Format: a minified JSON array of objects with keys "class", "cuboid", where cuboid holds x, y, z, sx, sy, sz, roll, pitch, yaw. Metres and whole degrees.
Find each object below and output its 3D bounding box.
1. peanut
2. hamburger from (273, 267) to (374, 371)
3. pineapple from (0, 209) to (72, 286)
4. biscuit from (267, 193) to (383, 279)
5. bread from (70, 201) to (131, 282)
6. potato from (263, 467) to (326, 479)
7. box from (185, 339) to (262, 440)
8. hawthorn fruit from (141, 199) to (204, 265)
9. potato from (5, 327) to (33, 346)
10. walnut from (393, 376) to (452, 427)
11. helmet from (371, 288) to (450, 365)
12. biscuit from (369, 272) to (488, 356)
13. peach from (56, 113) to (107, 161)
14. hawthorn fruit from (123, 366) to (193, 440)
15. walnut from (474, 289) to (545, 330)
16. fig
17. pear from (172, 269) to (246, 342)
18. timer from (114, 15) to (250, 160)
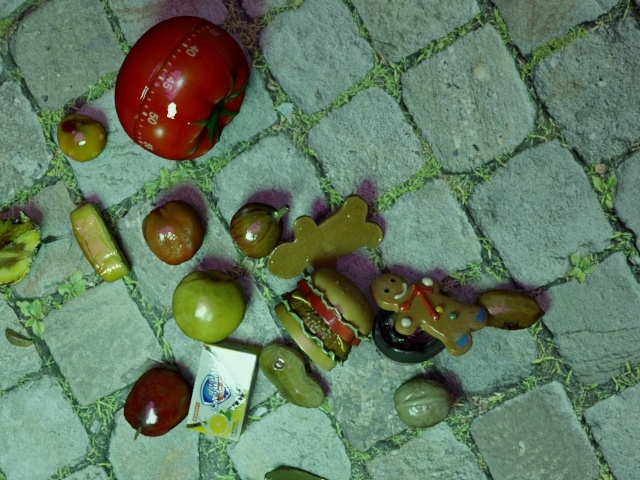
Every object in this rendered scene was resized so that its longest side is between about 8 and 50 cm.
[{"class":"peanut","cuboid":[-0.079,0.395,1.662,0.236,0.110,0.120,45,77,-1]},{"class":"hamburger","cuboid":[0.025,0.199,1.571,0.212,0.274,0.274,-42,89,1]},{"class":"pineapple","cuboid":[-0.938,0.029,1.708,0.334,0.158,0.161,-42,50,0]},{"class":"biscuit","cuboid":[0.000,0.000,1.631,0.339,0.047,0.216,-31,121,3]},{"class":"bread","cuboid":[-0.652,0.006,1.691,0.094,0.102,0.246,-28,92,-2]},{"class":"potato","cuboid":[-0.068,0.825,1.680,0.269,0.112,0.255,20,97,6]},{"class":"box","cuboid":[-0.281,0.433,1.682,0.168,0.097,0.265,14,93,3]},{"class":"hawthorn fruit","cuboid":[-0.421,-0.021,1.638,0.189,0.189,0.189,0,92,4]},{"class":"potato","cuboid":[-0.933,0.305,1.750,0.093,0.036,0.037,26,90,2]},{"class":"walnut","cuboid":[0.290,0.460,1.628,0.162,0.140,0.140,-7,92,-7]},{"class":"helmet","cuboid":[0.263,0.257,1.610,0.253,0.154,0.198,-17,51,-27]},{"class":"biscuit","cuboid":[0.282,0.181,1.556,0.324,0.049,0.205,29,52,21]},{"class":"peach","cuboid":[-0.698,-0.297,1.668,0.138,0.138,0.138,0,92,4]},{"class":"hawthorn fruit","cuboid":[-0.475,0.476,1.641,0.189,0.251,0.190,9,116,18]},{"class":"walnut","cuboid":[0.534,0.197,1.618,0.207,0.116,0.116,3,93,-4]},{"class":"fig","cuboid":[-0.172,-0.049,1.626,0.149,0.148,0.202,34,103,10]},{"class":"pear","cuboid":[-0.317,0.191,1.623,0.208,0.209,0.209,0,92,4]},{"class":"timer","cuboid":[-0.366,-0.401,1.514,0.279,0.378,0.378,35,94,-1]}]
